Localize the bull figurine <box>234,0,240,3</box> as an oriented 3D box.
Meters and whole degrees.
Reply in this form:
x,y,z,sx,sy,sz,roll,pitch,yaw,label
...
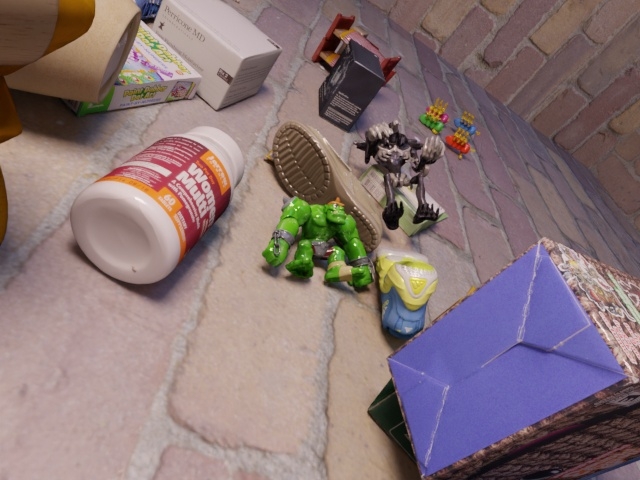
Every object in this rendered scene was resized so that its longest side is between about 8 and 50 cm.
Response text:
x,y,z,sx,sy,sz,roll,pitch,yaw,label
-0.267,-0.569,0.975,0.189,0.101,0.310,4,24,-8,bull figurine

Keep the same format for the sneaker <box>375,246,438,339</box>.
x,y,z,sx,sy,sz,roll,pitch,yaw,label
0.124,0.082,0.741,0.091,0.126,0.240,11,7,5,sneaker

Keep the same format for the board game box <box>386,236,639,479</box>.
x,y,z,sx,sy,sz,roll,pitch,yaw,label
0.266,0.153,0.502,0.291,0.232,0.141,17,41,-30,board game box

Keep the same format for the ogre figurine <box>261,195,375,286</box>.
x,y,z,sx,sy,sz,roll,pitch,yaw,label
0.000,0.000,0.700,0.197,0.097,0.118,5,63,-20,ogre figurine

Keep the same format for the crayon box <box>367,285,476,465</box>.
x,y,z,sx,sy,sz,roll,pitch,yaw,label
0.226,0.218,0.671,0.203,0.083,0.323,47,35,10,crayon box

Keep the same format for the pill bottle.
x,y,z,sx,sy,sz,roll,pitch,yaw,label
-0.178,-0.056,0.558,0.121,0.121,0.221,35,34,-7,pill bottle

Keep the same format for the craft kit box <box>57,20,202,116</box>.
x,y,z,sx,sy,sz,roll,pitch,yaw,label
-0.361,-0.312,0.737,0.250,0.061,0.246,43,31,3,craft kit box

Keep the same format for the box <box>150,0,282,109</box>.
x,y,z,sx,sy,sz,roll,pitch,yaw,label
-0.202,-0.371,0.897,0.181,0.119,0.182,39,34,-2,box

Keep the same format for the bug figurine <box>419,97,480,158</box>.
x,y,z,sx,sy,sz,roll,pitch,yaw,label
0.450,-0.394,1.597,0.216,0.072,0.279,34,38,2,bug figurine

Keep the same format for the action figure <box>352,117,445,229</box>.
x,y,z,sx,sy,sz,roll,pitch,yaw,label
0.160,-0.161,0.908,0.164,0.141,0.275,2,56,-12,action figure

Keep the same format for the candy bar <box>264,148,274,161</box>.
x,y,z,sx,sy,sz,roll,pitch,yaw,label
-0.071,-0.183,0.900,0.040,0.018,0.161,34,35,-10,candy bar

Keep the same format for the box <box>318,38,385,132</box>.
x,y,z,sx,sy,sz,roll,pitch,yaw,label
0.072,-0.384,1.142,0.093,0.158,0.156,25,36,-21,box

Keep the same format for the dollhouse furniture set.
x,y,z,sx,sy,sz,roll,pitch,yaw,label
0.153,-0.576,1.444,0.201,0.152,0.374,43,34,3,dollhouse furniture set

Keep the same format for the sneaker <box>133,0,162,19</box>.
x,y,z,sx,sy,sz,roll,pitch,yaw,label
-0.347,-0.483,0.919,0.081,0.080,0.211,23,38,-22,sneaker

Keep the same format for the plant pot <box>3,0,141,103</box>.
x,y,z,sx,sy,sz,roll,pitch,yaw,label
-0.362,-0.279,0.518,0.274,0.256,0.256,27,36,-22,plant pot

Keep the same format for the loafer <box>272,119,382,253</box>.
x,y,z,sx,sy,sz,roll,pitch,yaw,label
0.015,-0.094,0.817,0.268,0.102,0.092,55,25,0,loafer

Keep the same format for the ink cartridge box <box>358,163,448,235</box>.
x,y,z,sx,sy,sz,roll,pitch,yaw,label
0.211,-0.108,1.058,0.171,0.056,0.235,50,37,15,ink cartridge box

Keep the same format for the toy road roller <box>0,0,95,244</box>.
x,y,z,sx,sy,sz,roll,pitch,yaw,label
-0.307,-0.086,0.317,0.202,0.330,0.240,-30,110,-54,toy road roller
